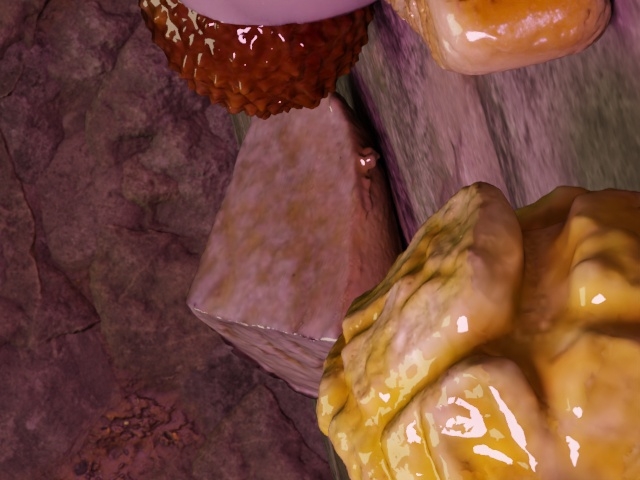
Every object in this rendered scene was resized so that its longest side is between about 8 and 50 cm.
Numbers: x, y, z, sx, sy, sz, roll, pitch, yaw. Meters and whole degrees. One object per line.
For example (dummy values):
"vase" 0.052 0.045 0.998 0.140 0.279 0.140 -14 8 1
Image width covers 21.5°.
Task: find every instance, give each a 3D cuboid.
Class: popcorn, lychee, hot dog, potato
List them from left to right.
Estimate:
"lychee" -0.048 -0.194 1.235 0.238 0.200 0.200 52 -160 -72
"potato" 0.028 0.003 1.498 0.189 0.211 0.264 30 -109 -44
"hot dog" 0.065 -0.151 0.812 0.242 0.084 0.073 -116 16 -62
"popcorn" 0.094 0.070 0.666 0.187 0.185 0.167 98 160 -59

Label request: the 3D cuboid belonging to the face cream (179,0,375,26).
"face cream" -0.028 -0.247 0.969 0.175 0.175 0.195 -112 10 -50
